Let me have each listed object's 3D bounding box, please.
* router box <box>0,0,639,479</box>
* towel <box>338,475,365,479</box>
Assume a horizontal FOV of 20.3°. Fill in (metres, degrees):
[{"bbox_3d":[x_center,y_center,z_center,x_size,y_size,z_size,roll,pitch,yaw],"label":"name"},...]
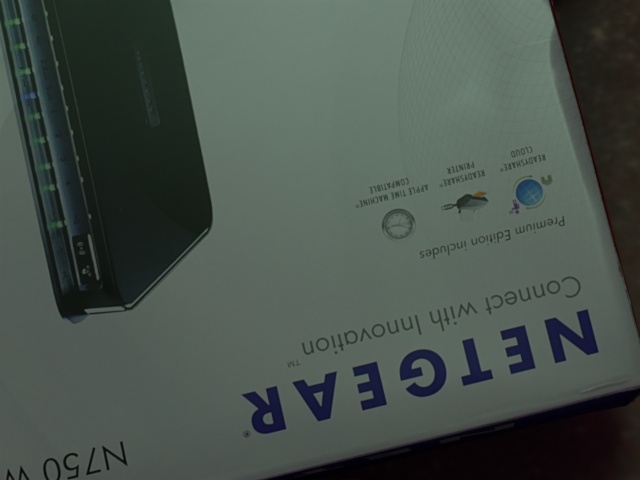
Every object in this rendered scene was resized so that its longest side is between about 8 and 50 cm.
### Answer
[{"bbox_3d":[-0.077,-0.048,0.670,0.335,0.082,0.301,-15,79,3],"label":"router box"},{"bbox_3d":[-0.053,0.245,0.539,0.324,0.056,0.312,-26,51,-11],"label":"towel"}]
